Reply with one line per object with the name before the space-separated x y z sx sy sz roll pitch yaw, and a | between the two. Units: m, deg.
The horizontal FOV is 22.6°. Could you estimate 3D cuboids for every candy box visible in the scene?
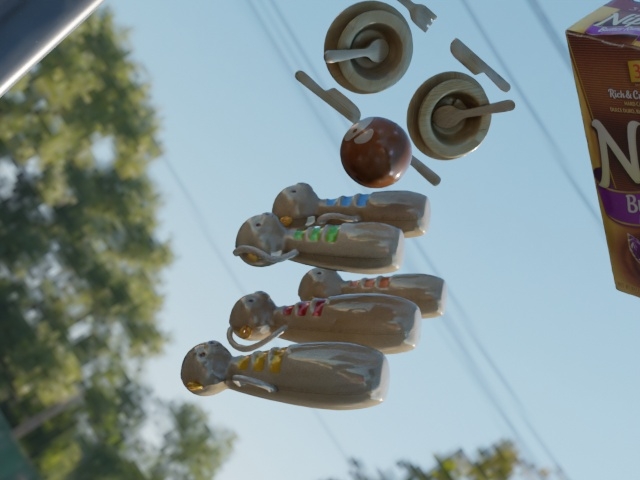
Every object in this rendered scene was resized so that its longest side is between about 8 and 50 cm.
candy box | 0.211 -0.042 0.931 0.109 0.053 0.186 24 -42 49

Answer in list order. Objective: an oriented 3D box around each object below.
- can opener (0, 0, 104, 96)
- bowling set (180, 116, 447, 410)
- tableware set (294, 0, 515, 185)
can opener | -0.120 -0.139 0.839 0.074 0.280 0.093 20 -33 52
bowling set | 0.000 0.000 1.235 0.287 0.154 0.199 -36 127 -71
tableware set | 0.088 -0.145 1.482 0.194 0.128 0.039 37 0 -25
